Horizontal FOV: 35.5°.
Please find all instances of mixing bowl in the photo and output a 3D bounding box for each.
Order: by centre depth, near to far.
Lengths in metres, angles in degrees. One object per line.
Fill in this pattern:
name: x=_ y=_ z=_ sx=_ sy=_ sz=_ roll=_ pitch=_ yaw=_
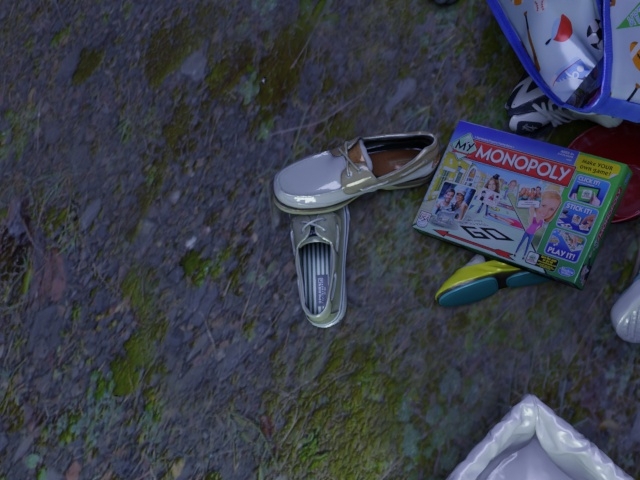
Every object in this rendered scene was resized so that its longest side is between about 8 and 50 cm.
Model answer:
mixing bowl: x=0.502 y=-0.099 z=1.683 sx=0.181 sy=0.098 sz=0.181 roll=-12 pitch=65 yaw=27

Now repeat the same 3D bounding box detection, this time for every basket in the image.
basket: x=0.335 y=0.462 z=1.537 sx=0.331 sy=0.266 sz=0.328 roll=41 pitch=88 yaw=14

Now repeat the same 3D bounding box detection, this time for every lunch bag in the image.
lunch bag: x=0.476 y=-0.338 z=1.556 sx=0.328 sy=0.239 sz=0.385 roll=3 pitch=53 yaw=-27

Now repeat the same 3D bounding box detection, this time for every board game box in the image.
board game box: x=0.333 y=-0.067 z=1.684 sx=0.317 sy=0.046 sz=0.213 roll=20 pitch=84 yaw=35

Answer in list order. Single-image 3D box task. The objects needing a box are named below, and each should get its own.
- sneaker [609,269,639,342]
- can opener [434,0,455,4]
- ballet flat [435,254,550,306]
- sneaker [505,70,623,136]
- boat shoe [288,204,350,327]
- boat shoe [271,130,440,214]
sneaker: x=0.578 y=0.006 z=1.517 sx=0.366 sy=0.150 sz=0.135 roll=-40 pitch=121 yaw=10
can opener: x=0.146 y=-0.532 z=1.853 sx=0.280 sy=0.074 sz=0.093 roll=45 pitch=124 yaw=15
ballet flat: x=0.304 y=0.052 z=1.721 sx=0.231 sy=0.077 sz=0.077 roll=-15 pitch=57 yaw=3
sneaker: x=0.399 y=-0.217 z=1.706 sx=0.153 sy=0.094 sz=0.235 roll=-49 pitch=46 yaw=11
boat shoe: x=0.000 y=0.000 z=1.759 sx=0.109 sy=0.094 sz=0.302 roll=-9 pitch=78 yaw=7
boat shoe: x=0.061 y=-0.131 z=1.724 sx=0.302 sy=0.103 sz=0.113 roll=-16 pitch=67 yaw=-13
